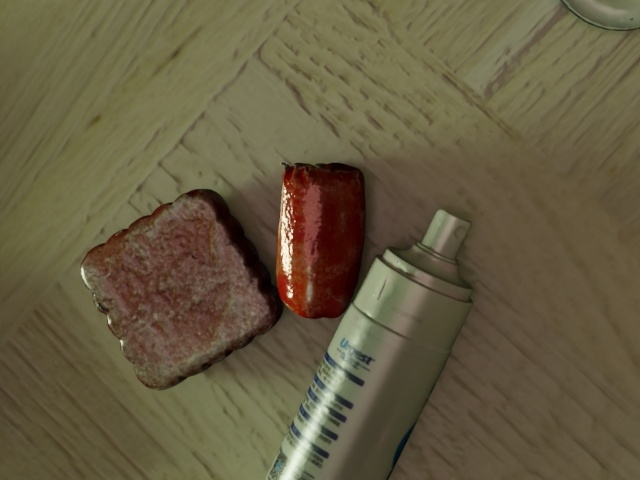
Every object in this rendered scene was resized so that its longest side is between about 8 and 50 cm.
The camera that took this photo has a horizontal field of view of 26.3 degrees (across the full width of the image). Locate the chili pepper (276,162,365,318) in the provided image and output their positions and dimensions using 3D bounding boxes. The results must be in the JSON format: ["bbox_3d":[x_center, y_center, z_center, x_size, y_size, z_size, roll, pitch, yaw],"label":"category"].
[{"bbox_3d":[0.000,0.000,1.097,0.070,0.073,0.123,5,98,2],"label":"chili pepper"}]

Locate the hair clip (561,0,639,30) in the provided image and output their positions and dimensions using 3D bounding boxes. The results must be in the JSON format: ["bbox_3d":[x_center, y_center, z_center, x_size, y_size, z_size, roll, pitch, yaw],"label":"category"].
[{"bbox_3d":[0.240,-0.216,1.052,0.172,0.049,0.116,28,94,9],"label":"hair clip"}]

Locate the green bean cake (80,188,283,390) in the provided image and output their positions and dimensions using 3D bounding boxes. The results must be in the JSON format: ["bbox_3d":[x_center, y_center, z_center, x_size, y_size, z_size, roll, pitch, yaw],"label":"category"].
[{"bbox_3d":[-0.113,0.040,1.126,0.135,0.056,0.136,-30,89,9],"label":"green bean cake"}]

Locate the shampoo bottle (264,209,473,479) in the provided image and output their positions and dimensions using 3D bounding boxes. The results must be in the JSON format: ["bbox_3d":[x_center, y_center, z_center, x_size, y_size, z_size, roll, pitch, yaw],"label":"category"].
[{"bbox_3d":[0.041,0.116,1.090,0.092,0.092,0.303,27,97,6],"label":"shampoo bottle"}]
